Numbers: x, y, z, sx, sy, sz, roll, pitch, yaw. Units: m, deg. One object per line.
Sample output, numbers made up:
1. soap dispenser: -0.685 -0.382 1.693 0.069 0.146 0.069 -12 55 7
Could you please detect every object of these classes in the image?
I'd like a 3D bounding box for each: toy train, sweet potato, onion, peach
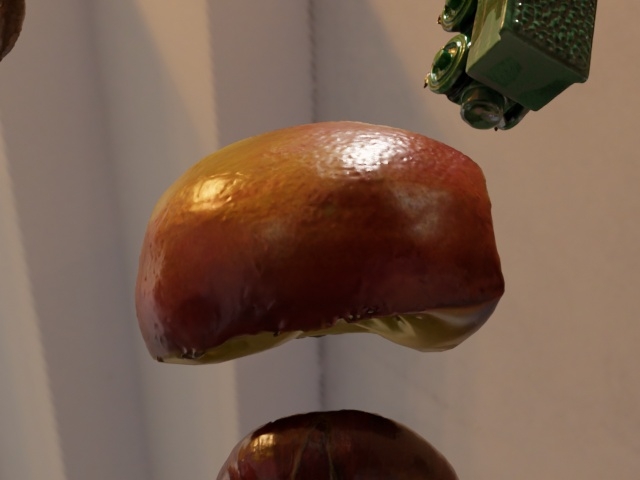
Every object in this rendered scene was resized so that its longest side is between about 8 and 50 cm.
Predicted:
1. toy train: 0.243 -0.268 1.920 0.145 0.266 0.202 27 -38 -19
2. sweet potato: -0.427 -0.394 2.069 0.072 0.066 0.314 51 36 -79
3. onion: 0.016 0.269 1.443 0.248 0.248 0.161 122 -23 -55
4. peach: 0.000 0.000 1.518 0.381 0.306 0.242 -2 -94 13
